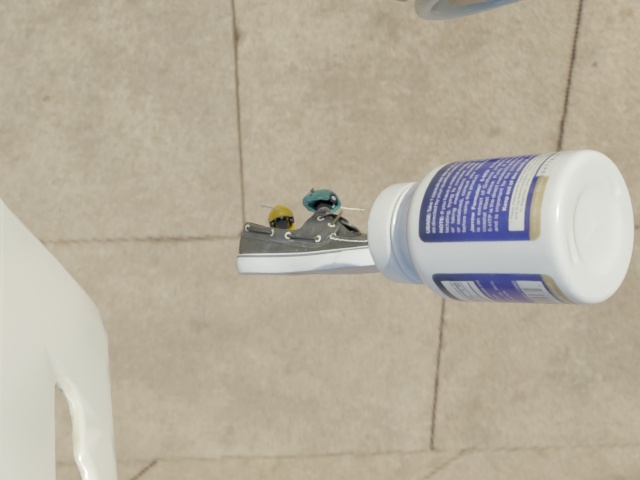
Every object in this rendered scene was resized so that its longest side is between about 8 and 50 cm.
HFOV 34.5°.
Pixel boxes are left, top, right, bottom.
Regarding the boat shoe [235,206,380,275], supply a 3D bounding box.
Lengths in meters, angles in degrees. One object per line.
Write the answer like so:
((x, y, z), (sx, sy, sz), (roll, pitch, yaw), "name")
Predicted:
((0.000, 0.000, 1.164), (0.228, 0.076, 0.080), (-4, 173, 38), "boat shoe")

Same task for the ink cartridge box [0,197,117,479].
((-0.186, 0.015, 0.245), (0.119, 0.207, 0.353), (-24, 135, 9), "ink cartridge box")

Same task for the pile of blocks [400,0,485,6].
((0.161, -0.278, 0.824), (0.362, 0.113, 0.149), (-14, 168, -29), "pile of blocks")

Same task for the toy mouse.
((-0.006, -0.040, 1.532), (0.143, 0.031, 0.161), (-16, 148, 2), "toy mouse")

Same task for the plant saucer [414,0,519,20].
((0.286, -0.368, 1.173), (0.400, 0.400, 0.101), (-18, 92, 9), "plant saucer")

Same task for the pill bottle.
((0.131, -0.008, 0.791), (0.186, 0.112, 0.112), (-1, 134, 45), "pill bottle")
